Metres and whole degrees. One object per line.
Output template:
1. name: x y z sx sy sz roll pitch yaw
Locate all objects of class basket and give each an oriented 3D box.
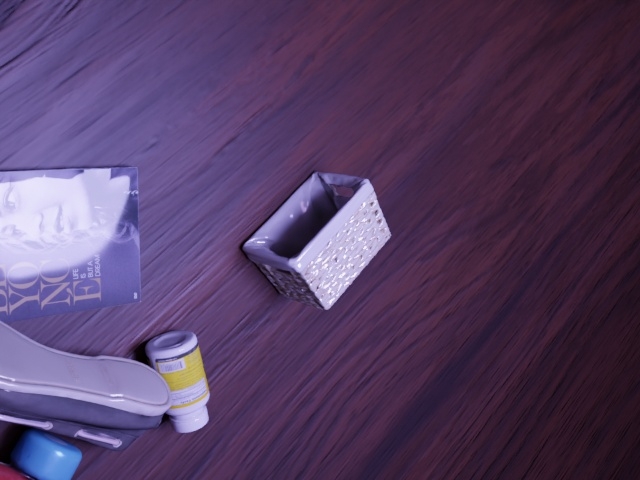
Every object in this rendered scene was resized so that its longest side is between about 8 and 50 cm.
1. basket: 0.000 0.000 1.050 0.167 0.113 0.103 -47 127 -25

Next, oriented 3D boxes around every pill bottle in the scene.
1. pill bottle: -0.174 0.176 0.962 0.065 0.065 0.116 -22 111 -36

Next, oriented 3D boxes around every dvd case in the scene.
1. dvd case: -0.303 0.003 0.858 0.221 0.018 0.164 -7 102 -39

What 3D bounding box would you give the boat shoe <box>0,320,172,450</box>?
1. boat shoe: -0.310 0.157 0.812 0.335 0.112 0.095 27 107 -40

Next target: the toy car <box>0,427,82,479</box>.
1. toy car: -0.324 0.302 0.744 0.210 0.238 0.219 36 74 -38
